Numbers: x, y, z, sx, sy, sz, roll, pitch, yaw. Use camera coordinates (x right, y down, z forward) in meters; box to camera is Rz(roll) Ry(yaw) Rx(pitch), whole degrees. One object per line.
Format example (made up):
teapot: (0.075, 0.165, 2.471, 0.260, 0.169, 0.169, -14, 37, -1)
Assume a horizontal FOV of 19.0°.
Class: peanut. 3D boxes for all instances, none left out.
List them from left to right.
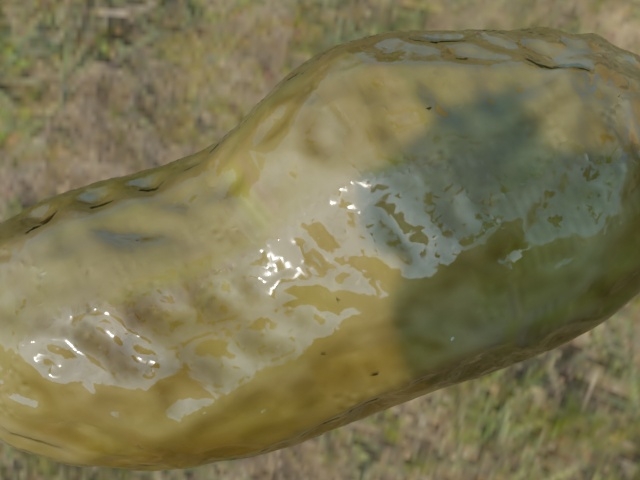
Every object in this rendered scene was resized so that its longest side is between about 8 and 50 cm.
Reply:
peanut: (0.000, 0.000, 0.549, 0.226, 0.108, 0.095, -21, 39, -2)
